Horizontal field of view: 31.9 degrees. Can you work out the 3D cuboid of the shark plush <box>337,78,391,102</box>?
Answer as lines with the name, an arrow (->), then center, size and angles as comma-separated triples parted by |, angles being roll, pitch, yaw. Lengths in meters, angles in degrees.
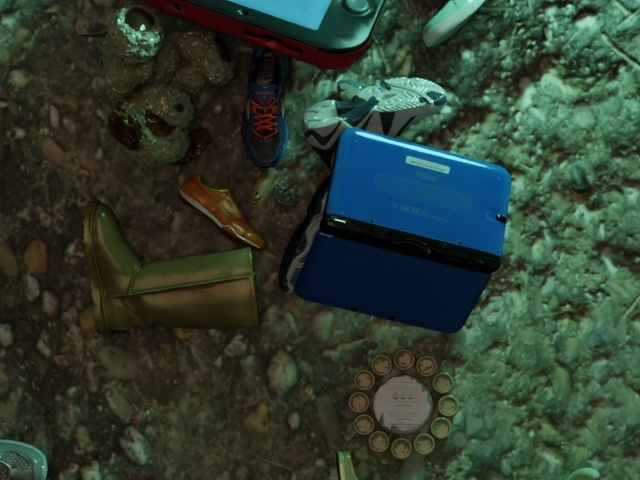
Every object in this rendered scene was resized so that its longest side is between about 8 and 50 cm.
shark plush -> 0.110, -0.248, 1.871 | 0.161, 0.073, 0.067 | -10, 56, 7

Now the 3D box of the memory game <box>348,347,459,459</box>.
memory game -> 0.138, 0.272, 1.863 | 0.186, 0.012, 0.186 | 0, 87, 1

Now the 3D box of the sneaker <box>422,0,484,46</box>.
sneaker -> 0.218, -0.446, 1.853 | 0.151, 0.094, 0.256 | 42, 79, -3

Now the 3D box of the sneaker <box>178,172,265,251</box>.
sneaker -> -0.156, -0.048, 1.865 | 0.175, 0.064, 0.067 | 40, 79, 0

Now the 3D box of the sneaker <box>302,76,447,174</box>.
sneaker -> 0.099, -0.168, 1.829 | 0.235, 0.153, 0.094 | -18, 42, 1

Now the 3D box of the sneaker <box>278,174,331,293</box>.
sneaker -> 0.000, 0.000, 1.847 | 0.081, 0.080, 0.211 | 28, 97, -16

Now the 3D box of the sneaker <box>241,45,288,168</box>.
sneaker -> -0.095, -0.230, 1.858 | 0.083, 0.087, 0.221 | -1, 87, 2

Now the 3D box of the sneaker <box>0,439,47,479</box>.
sneaker -> -0.590, 0.384, 1.829 | 0.281, 0.115, 0.105 | -1, 87, 2

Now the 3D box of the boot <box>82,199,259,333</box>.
boot -> -0.244, 0.038, 1.854 | 0.269, 0.089, 0.236 | -6, 100, 2

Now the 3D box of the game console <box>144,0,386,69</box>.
game console -> -0.074, -0.448, 1.803 | 0.386, 0.060, 0.342 | 20, 56, 2

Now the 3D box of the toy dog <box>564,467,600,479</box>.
toy dog -> 0.361, 0.550, 1.645 | 0.284, 0.408, 0.395 | 36, 89, 3

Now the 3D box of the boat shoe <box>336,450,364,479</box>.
boat shoe -> 0.068, 0.421, 1.837 | 0.059, 0.063, 0.170 | -15, 96, -2

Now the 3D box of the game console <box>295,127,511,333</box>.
game console -> 0.132, -0.012, 1.807 | 0.293, 0.173, 0.250 | 14, 72, -10

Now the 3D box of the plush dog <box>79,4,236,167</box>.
plush dog -> -0.279, -0.229, 1.818 | 0.210, 0.262, 0.225 | -15, 75, 34

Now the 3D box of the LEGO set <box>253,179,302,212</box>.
LEGO set -> -0.073, -0.072, 1.881 | 0.083, 0.023, 0.054 | -15, 87, 1
